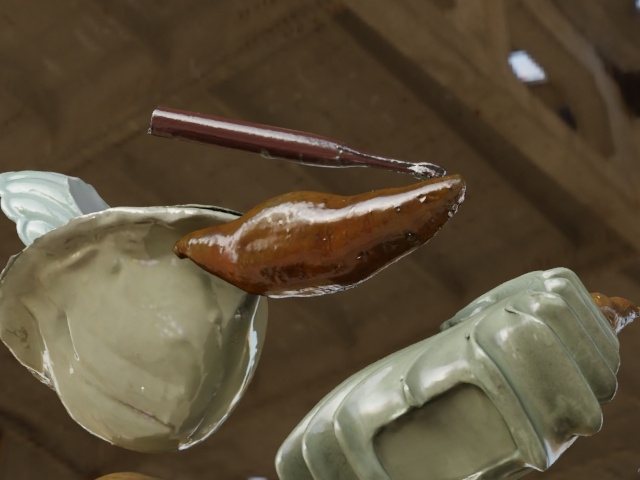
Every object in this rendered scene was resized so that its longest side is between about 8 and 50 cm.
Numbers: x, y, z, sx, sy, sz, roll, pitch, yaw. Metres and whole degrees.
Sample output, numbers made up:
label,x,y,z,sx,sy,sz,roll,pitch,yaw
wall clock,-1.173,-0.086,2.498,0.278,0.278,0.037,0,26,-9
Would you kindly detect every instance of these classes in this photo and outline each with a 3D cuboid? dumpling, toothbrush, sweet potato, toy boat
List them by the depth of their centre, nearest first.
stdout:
label,x,y,z,sx,sy,sz,roll,pitch,yaw
sweet potato,-0.004,0.002,1.545,0.359,0.112,0.112,-5,-33,31
dumpling,-0.219,0.096,1.738,0.316,0.233,0.395,19,-46,-18
toothbrush,-0.030,-0.109,1.763,0.364,0.041,0.041,12,-33,14
sweet potato,0.394,0.107,2.066,0.068,0.068,0.226,-30,-24,34
toy boat,-0.356,-0.009,2.170,0.100,0.290,0.199,-38,-27,14

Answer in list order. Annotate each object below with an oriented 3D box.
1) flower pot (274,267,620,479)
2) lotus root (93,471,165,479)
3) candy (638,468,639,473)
label,x,y,z,sx,sy,sz,roll,pitch,yaw
flower pot,0.126,0.175,1.550,0.368,0.254,0.164,-30,-83,20
lotus root,-0.191,0.353,1.433,0.272,0.272,0.192,-27,-48,31
candy,0.312,0.184,1.160,0.136,0.088,0.038,42,-13,-3
